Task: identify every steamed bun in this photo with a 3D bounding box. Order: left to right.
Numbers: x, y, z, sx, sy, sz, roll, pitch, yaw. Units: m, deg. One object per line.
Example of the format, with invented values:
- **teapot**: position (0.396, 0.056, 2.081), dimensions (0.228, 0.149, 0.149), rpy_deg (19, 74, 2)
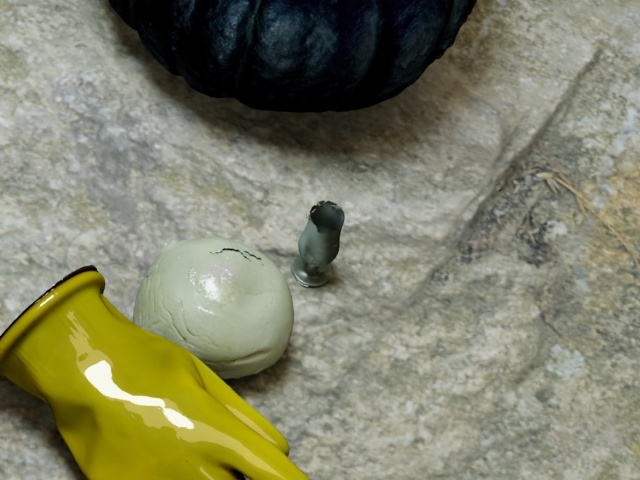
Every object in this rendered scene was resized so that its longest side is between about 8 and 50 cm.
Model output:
- **steamed bun**: position (-0.083, 0.053, 1.608), dimensions (0.130, 0.091, 0.112), rpy_deg (20, 53, -3)

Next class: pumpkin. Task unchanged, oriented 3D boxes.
- **pumpkin**: position (-0.020, -0.279, 1.764), dimensions (0.363, 0.266, 0.363), rpy_deg (10, 55, -14)

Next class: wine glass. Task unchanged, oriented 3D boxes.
- **wine glass**: position (0.000, 0.000, 1.678), dimensions (0.042, 0.083, 0.039), rpy_deg (-34, 65, -31)

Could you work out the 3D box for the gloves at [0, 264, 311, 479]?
- **gloves**: position (-0.117, 0.163, 1.520), dimensions (0.294, 0.116, 0.133), rpy_deg (45, 95, 9)
